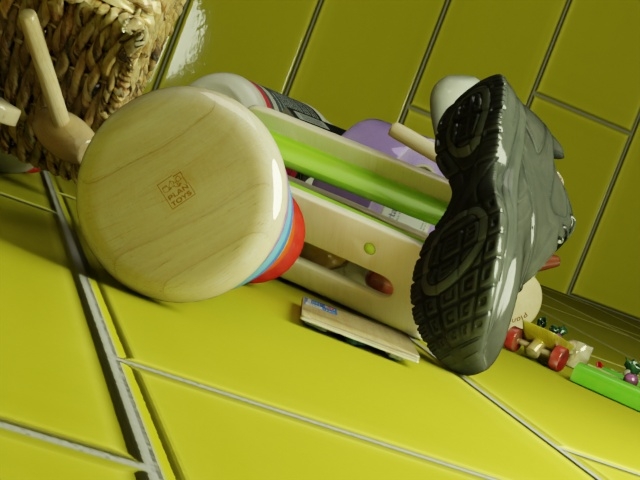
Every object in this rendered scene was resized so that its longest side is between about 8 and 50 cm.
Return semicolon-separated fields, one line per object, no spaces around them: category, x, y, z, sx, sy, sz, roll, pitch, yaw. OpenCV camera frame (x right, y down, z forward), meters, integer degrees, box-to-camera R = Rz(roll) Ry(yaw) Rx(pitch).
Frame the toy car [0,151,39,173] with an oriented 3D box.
toy car;-0.312;-0.133;1.309;0.182;0.159;0.136;22;-31;14

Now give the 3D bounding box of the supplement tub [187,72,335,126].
supplement tub;-0.095;-0.138;2.019;0.191;0.191;0.272;23;5;34

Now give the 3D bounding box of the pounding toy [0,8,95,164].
pounding toy;-0.304;-0.130;1.003;0.154;0.155;0.269;28;5;37

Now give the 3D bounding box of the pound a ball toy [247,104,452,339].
pound a ball toy;0.046;-0.021;1.284;0.319;0.136;0.208;23;37;19

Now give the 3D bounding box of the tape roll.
tape roll;0.066;-0.038;1.489;0.080;0.189;0.189;23;4;29

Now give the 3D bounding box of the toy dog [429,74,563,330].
toy dog;0.228;-0.044;1.627;0.161;0.334;0.220;-20;47;-23

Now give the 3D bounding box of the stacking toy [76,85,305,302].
stacking toy;-0.069;-0.021;0.992;0.141;0.141;0.330;22;0;9

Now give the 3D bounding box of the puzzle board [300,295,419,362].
puzzle board;0.029;0.072;1.053;0.096;0.011;0.128;20;3;-2

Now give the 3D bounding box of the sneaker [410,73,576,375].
sneaker;0.163;-0.008;1.129;0.130;0.286;0.109;31;-34;-28

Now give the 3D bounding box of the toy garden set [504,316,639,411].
toy garden set;0.336;0.142;1.449;0.203;0.049;0.244;23;4;33

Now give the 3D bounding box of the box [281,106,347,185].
box;0.013;-0.065;1.729;0.163;0.142;0.247;20;12;-16

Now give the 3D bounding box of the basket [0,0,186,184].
basket;-0.226;-0.227;1.118;0.213;0.223;0.299;25;-27;-7
